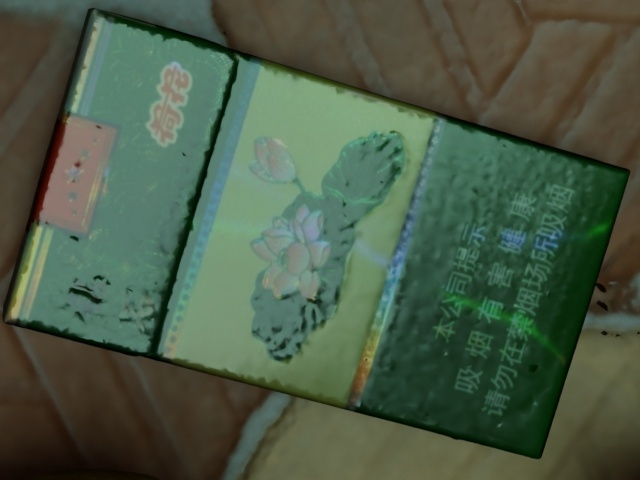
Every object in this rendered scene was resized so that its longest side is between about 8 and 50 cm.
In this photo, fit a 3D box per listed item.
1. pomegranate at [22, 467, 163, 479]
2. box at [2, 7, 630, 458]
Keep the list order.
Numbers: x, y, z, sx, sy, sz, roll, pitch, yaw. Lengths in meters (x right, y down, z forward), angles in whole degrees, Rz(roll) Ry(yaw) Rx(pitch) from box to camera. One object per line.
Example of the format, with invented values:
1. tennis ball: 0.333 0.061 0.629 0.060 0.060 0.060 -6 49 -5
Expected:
1. pomegranate: -0.096 0.167 0.659 0.196 0.196 0.196 -2 99 -11
2. box: 0.000 0.000 0.716 0.235 0.034 0.132 16 95 -13
